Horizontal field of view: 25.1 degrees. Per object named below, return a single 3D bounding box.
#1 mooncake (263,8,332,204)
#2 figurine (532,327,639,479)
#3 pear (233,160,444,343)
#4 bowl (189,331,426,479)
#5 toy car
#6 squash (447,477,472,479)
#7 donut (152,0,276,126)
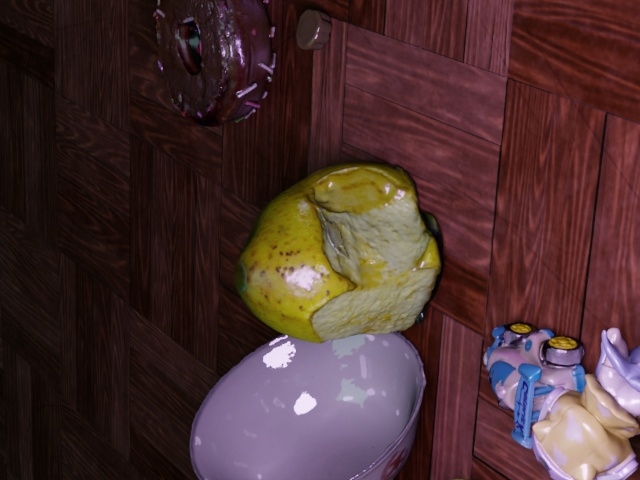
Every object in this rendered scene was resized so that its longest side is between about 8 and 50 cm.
[{"bbox_3d":[-0.035,-0.158,2.049,0.347,0.057,0.150,109,150,-43],"label":"mooncake"},{"bbox_3d":[0.305,0.172,1.495,0.128,0.184,0.208,44,162,22],"label":"figurine"},{"bbox_3d":[0.000,0.000,1.859,0.238,0.255,0.164,64,147,32],"label":"pear"},{"bbox_3d":[0.005,0.275,1.943,0.337,0.337,0.158,31,153,50],"label":"bowl"},{"bbox_3d":[0.231,0.162,1.680,0.161,0.098,0.126,29,121,49],"label":"toy car"},{"bbox_3d":[0.212,0.478,1.786,0.118,0.118,0.371,-24,80,57],"label":"squash"},{"bbox_3d":[-0.159,-0.299,2.163,0.269,0.103,0.270,22,116,56],"label":"donut"}]
